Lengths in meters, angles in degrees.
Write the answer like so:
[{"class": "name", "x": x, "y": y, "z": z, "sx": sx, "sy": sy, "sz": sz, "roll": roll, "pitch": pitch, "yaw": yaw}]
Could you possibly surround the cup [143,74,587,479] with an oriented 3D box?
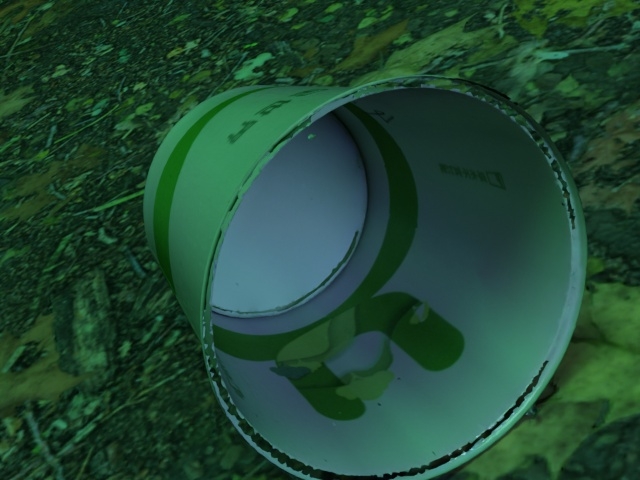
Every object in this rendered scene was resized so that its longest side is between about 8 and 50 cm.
[{"class": "cup", "x": 0.000, "y": 0.000, "z": 0.726, "sx": 0.253, "sy": 0.253, "sz": 0.274, "roll": -35, "pitch": 26, "yaw": -14}]
